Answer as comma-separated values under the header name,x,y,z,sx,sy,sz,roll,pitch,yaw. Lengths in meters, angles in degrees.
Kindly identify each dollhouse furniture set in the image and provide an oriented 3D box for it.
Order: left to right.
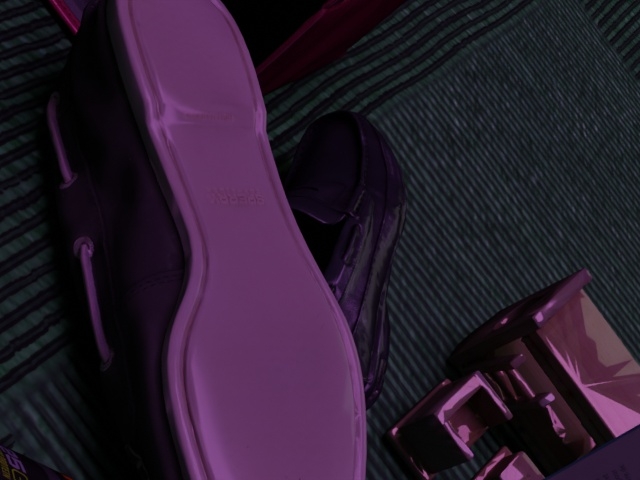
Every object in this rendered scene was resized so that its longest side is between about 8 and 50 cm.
name,x,y,z,sx,sy,sz,roll,pitch,yaw
dollhouse furniture set,0.137,0.144,0.915,0.161,0.101,0.182,-38,92,-35

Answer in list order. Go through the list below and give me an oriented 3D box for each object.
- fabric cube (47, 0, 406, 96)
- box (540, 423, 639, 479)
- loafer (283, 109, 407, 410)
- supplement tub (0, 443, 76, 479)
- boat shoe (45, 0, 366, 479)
name,x,y,z,sx,sy,sz,roll,pitch,yaw
fabric cube,-0.024,-0.250,0.892,0.254,0.259,0.258,53,28,0
box,0.114,0.158,0.679,0.060,0.244,0.100,3,57,-54
loafer,0.000,0.000,0.847,0.078,0.076,0.223,44,35,-32
supplement tub,-0.106,0.136,0.524,0.190,0.117,0.117,32,36,-32
boat shoe,-0.062,0.026,0.736,0.112,0.095,0.335,8,57,-38
